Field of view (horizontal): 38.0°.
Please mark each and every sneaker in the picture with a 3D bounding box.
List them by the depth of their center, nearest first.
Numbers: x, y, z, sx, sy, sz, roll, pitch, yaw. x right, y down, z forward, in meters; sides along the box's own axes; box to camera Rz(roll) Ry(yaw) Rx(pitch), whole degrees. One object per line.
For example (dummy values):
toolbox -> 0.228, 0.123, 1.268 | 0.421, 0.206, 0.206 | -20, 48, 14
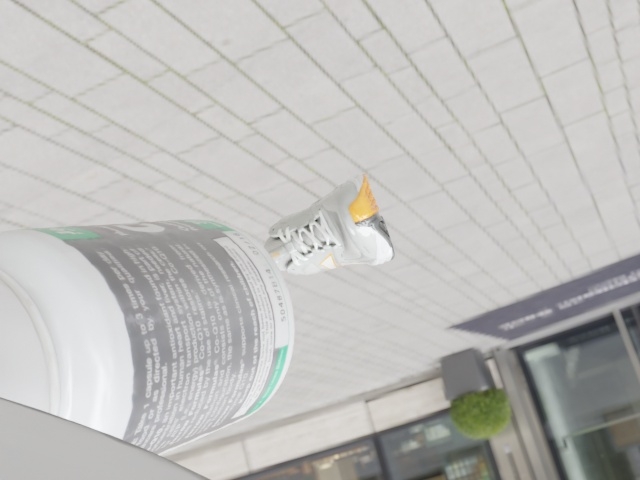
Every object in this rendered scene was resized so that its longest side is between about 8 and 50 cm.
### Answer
sneaker -> 0.000, 0.000, 1.034 | 0.121, 0.099, 0.262 | -20, 175, -10

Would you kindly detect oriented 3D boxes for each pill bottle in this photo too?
pill bottle -> -0.189, 0.089, 0.755 | 0.204, 0.204, 0.361 | -25, 172, 26

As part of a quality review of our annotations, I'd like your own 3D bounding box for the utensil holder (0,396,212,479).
utensil holder -> -0.170, 0.248, 0.247 | 0.327, 0.386, 0.327 | 20, 177, 1
